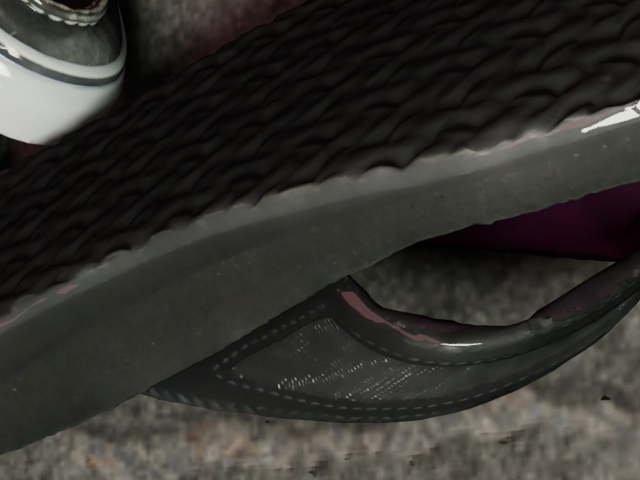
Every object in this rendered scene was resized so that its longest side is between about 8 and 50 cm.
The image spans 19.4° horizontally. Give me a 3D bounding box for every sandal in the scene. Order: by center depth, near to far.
[{"bbox_3d":[-0.001,-0.001,0.617,0.446,0.107,0.167,-22,28,27],"label":"sandal"}]

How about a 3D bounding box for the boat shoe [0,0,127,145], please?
[{"bbox_3d":[-0.148,-0.194,0.746,0.119,0.121,0.335,-43,61,31],"label":"boat shoe"}]
